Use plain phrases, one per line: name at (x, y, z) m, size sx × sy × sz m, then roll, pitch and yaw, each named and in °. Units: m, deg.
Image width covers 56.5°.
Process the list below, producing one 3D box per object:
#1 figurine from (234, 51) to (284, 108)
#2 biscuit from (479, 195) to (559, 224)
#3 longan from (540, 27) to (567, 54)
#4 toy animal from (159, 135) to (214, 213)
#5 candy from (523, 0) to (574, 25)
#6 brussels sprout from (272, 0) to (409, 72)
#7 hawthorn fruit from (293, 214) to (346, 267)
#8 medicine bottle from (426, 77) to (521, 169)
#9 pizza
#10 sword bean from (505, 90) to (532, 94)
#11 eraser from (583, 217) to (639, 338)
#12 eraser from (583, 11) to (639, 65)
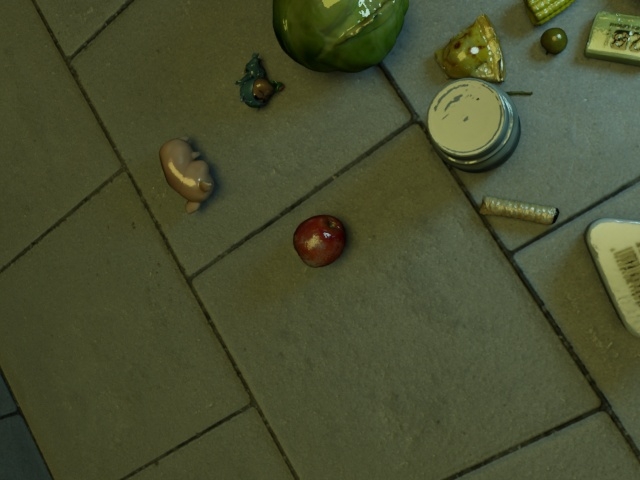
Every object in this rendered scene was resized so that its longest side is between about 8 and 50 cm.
figurine at (-0.201, -0.534, 1.990) m, size 0.144 × 0.114 × 0.179 m, roll -2°, pitch 83°, yaw 20°
biscuit at (0.573, -0.085, 1.726) m, size 0.219 × 0.055 × 0.061 m, roll 14°, pitch 107°, yaw 20°
longan at (0.653, -0.556, 1.674) m, size 0.075 × 0.075 × 0.083 m, roll 46°, pitch 148°, yaw 14°
toy animal at (-0.466, -0.240, 2.070) m, size 0.250 × 0.154 × 0.166 m, roll 51°, pitch 150°, yaw 11°
candy at (0.664, -0.688, 1.651) m, size 0.198 × 0.094 × 0.106 m, roll -30°, pitch 80°, yaw 13°
brussels sprout at (0.023, -0.687, 1.761) m, size 0.361 × 0.342 × 0.425 m, roll -45°, pitch 66°, yaw 10°
hawthorn fruit at (0.000, 0.000, 1.897) m, size 0.172 × 0.173 × 0.173 m, roll 1°, pitch 92°, yaw 21°
medicine bottle at (0.420, -0.315, 1.642) m, size 0.244 × 0.306 × 0.245 m, roll 1°, pitch 93°, yaw 21°
pizza at (0.446, -0.531, 1.747) m, size 0.188 × 0.080 × 0.204 m, roll -29°, pitch 83°, yaw 20°
sword bean at (0.574, -0.430, 1.735) m, size 0.083 × 0.012 × 0.012 m, roll 6°, pitch 94°, yaw 22°
eraser at (0.839, 0.053, 1.577) m, size 0.331 × 0.150 × 0.332 m, roll 0°, pitch 91°, yaw 23°
eraser at (0.817, -0.546, 1.612) m, size 0.172 × 0.058 × 0.117 m, roll 18°, pitch 98°, yaw 20°
